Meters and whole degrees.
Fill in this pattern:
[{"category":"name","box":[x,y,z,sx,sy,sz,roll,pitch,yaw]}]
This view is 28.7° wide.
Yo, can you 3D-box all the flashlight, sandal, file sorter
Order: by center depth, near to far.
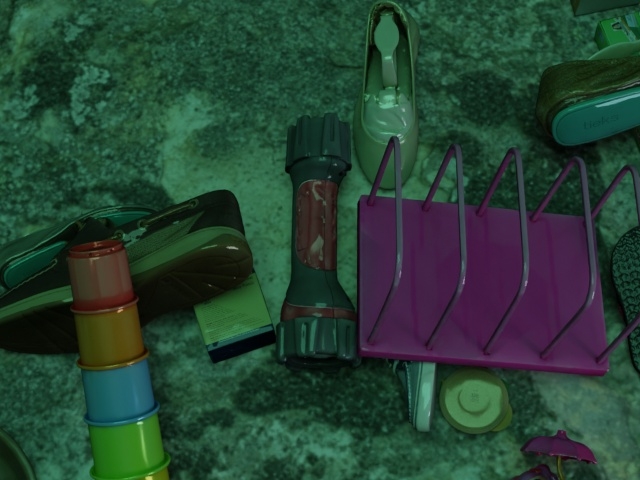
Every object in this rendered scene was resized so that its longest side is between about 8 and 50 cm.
[{"category":"file sorter","box":[0.199,0.013,1.391,0.290,0.182,0.202,5,60,-8]},{"category":"flashlight","box":[0.000,0.000,1.483,0.103,0.103,0.304,-5,72,21]},{"category":"sandal","box":[0.380,0.072,1.484,0.067,0.040,0.179,-6,84,6]}]

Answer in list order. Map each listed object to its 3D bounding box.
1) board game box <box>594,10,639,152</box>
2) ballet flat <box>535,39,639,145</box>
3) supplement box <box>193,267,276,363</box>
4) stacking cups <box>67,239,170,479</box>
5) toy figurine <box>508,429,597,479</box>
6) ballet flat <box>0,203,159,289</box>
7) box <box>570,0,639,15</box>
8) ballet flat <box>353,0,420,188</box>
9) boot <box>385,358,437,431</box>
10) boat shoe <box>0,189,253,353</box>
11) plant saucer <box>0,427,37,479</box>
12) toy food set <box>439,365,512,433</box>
[{"category":"board game box","box":[0.495,-0.157,1.554,0.213,0.046,0.317,-15,70,-2]},{"category":"ballet flat","box":[0.423,-0.198,1.505,0.342,0.116,0.124,-10,50,3]},{"category":"supplement box","box":[-0.104,0.088,1.484,0.083,0.056,0.083,-18,70,-5]},{"category":"stacking cups","box":[-0.227,0.160,1.362,0.096,0.096,0.316,-10,102,-1]},{"category":"toy figurine","box":[0.262,0.294,1.382,0.173,0.130,0.159,-34,56,16]},{"category":"ballet flat","box":[-0.298,-0.006,1.525,0.213,0.072,0.068,-22,40,-8]},{"category":"box","box":[0.355,-0.399,1.605,0.091,0.130,0.170,-12,69,-1]},{"category":"ballet flat","box":[0.083,-0.190,1.566,0.086,0.086,0.248,1,70,3]},{"category":"boot","box":[0.093,0.131,1.460,0.086,0.069,0.190,1,61,8]},{"category":"boat shoe","box":[-0.242,0.031,1.461,0.342,0.123,0.123,-22,55,16]},{"category":"plant saucer","box":[-0.449,0.327,1.420,0.278,0.041,0.278,-1,69,3]},{"category":"toy food set","box":[0.179,0.184,1.455,0.083,0.020,0.082,-9,69,0]}]
